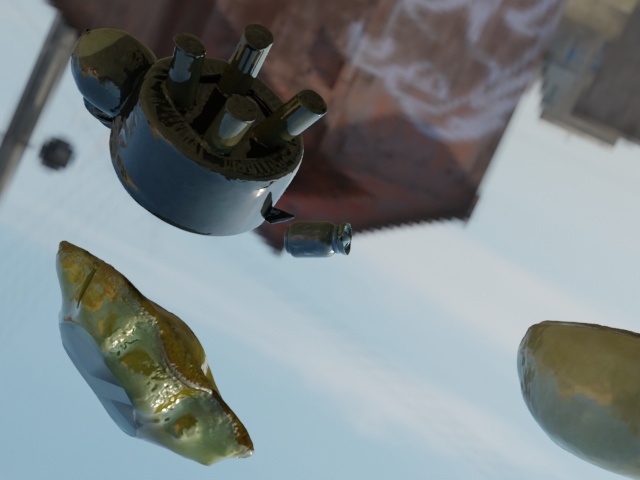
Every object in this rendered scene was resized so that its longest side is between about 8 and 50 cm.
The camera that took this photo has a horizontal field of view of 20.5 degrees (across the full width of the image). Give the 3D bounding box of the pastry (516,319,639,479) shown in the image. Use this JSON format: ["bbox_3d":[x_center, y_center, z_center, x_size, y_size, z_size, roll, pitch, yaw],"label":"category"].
[{"bbox_3d":[0.202,0.104,1.164,0.156,0.092,0.156,21,-179,0],"label":"pastry"}]

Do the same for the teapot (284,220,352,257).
[{"bbox_3d":[-0.001,0.003,2.293,0.083,0.049,0.063,1,145,16],"label":"teapot"}]

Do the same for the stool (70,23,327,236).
[{"bbox_3d":[-0.109,-0.106,1.513,0.228,0.139,0.153,25,-141,-11],"label":"stool"}]

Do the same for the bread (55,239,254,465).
[{"bbox_3d":[-0.164,0.107,1.585,0.161,0.088,0.233,15,141,50],"label":"bread"}]
